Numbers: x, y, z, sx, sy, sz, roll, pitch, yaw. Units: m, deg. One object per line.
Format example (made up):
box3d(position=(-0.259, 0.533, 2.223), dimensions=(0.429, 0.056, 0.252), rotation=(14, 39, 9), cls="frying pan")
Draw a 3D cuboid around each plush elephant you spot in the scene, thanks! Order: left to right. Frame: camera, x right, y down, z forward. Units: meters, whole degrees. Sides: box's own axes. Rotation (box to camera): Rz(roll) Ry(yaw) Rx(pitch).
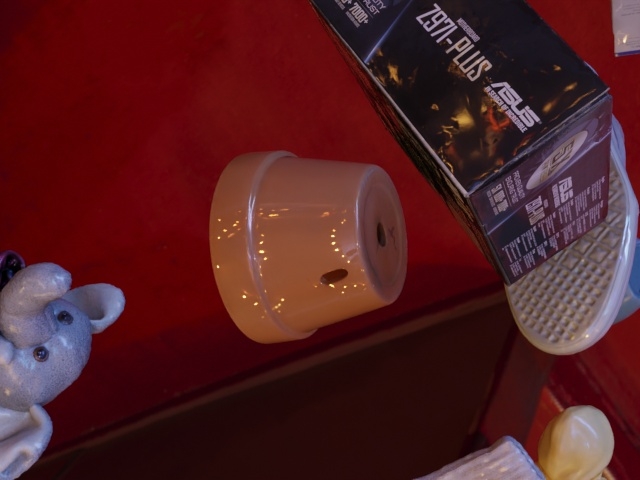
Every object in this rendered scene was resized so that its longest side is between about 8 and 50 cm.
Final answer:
box3d(position=(-0.334, 0.073, 0.738), dimensions=(0.255, 0.272, 0.330), rotation=(11, 137, -5), cls="plush elephant")

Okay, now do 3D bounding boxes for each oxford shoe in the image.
box3d(position=(0.330, -0.049, 1.006), dimensions=(0.169, 0.450, 0.130), rotation=(-14, 138, 30), cls="oxford shoe")

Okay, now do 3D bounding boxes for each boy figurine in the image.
box3d(position=(0.293, 0.329, 0.926), dimensions=(0.177, 0.092, 0.285), rotation=(6, 103, 49), cls="boy figurine")

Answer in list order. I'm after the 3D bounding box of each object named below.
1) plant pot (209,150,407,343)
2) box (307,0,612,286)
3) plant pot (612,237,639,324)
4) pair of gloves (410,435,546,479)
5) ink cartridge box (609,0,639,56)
box3d(position=(0.000, 0.000, 1.132), dimensions=(0.203, 0.291, 0.291), rotation=(-7, 116, 26), cls="plant pot")
box3d(position=(0.083, -0.071, 0.430), dimensions=(0.077, 0.180, 0.147), rotation=(-36, 65, 6), cls="box")
box3d(position=(0.678, 0.078, 1.849), dimensions=(0.195, 0.290, 0.290), rotation=(-7, 118, 53), cls="plant pot")
box3d(position=(0.081, 0.261, 0.499), dimensions=(0.204, 0.042, 0.240), rotation=(-23, 99, 9), cls="pair of gloves")
box3d(position=(0.507, -0.429, 1.130), dimensions=(0.165, 0.065, 0.333), rotation=(-4, 139, 18), cls="ink cartridge box")
